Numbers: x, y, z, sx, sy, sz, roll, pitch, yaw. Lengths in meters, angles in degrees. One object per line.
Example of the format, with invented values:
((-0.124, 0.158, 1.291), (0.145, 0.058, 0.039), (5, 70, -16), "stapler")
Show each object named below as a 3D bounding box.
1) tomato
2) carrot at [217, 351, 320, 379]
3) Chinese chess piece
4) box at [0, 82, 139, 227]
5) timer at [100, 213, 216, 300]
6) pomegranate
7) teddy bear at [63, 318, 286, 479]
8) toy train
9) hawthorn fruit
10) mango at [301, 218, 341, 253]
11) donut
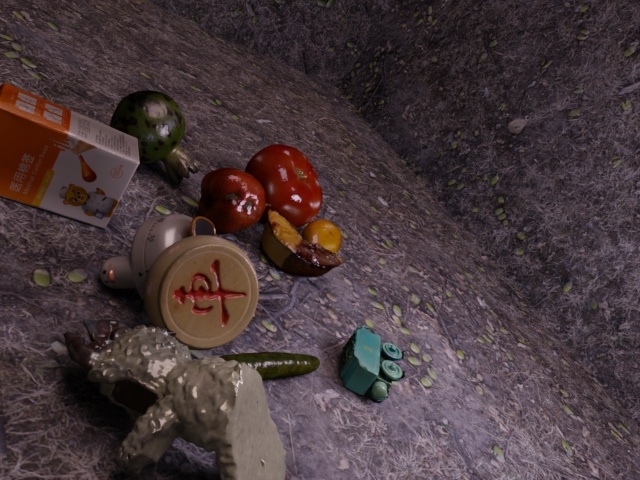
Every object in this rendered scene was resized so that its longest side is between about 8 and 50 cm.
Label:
((-0.140, -0.176, 2.042), (0.298, 0.226, 0.299), (37, 39, -38), "tomato")
((-0.120, 0.302, 1.420), (0.358, 0.074, 0.074), (7, 37, -49), "carrot")
((-0.254, 0.114, 1.279), (0.250, 0.251, 0.097), (20, -5, -31), "Chinese chess piece")
((-0.648, -0.199, 1.439), (0.341, 0.225, 0.143), (21, 27, -32), "box")
((-0.370, 0.054, 1.401), (0.233, 0.240, 0.234), (-6, 90, -71), "timer")
((-0.527, -0.315, 1.850), (0.242, 0.242, 0.306), (-14, 85, -59), "pomegranate")
((-0.280, 0.335, 1.118), (0.362, 0.376, 0.327), (-2, 16, 19), "teddy bear")
((0.139, 0.343, 1.640), (0.163, 0.112, 0.203), (27, 25, -6), "toy train")
((-0.245, -0.121, 1.828), (0.243, 0.207, 0.207), (2, 41, -38), "hawthorn fruit")
((0.000, 0.000, 2.043), (0.145, 0.112, 0.219), (65, 24, -1), "mango")
((-0.079, 0.046, 1.880), (0.295, 0.112, 0.151), (33, 30, -7), "donut")
